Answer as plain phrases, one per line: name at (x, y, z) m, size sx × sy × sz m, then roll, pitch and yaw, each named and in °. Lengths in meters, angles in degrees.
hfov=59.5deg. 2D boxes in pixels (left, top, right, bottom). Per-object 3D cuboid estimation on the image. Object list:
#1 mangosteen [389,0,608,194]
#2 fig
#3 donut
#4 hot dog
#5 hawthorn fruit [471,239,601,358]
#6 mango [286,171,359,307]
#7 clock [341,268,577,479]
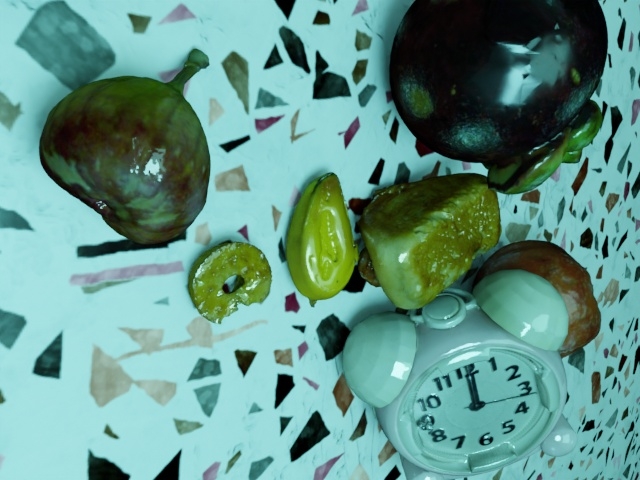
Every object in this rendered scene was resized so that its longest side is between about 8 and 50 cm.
mangosteen at (0.246, -0.234, 0.773) m, size 0.311 × 0.311 × 0.311 m, roll -11°, pitch 108°, yaw -39°
fig at (-0.182, -0.107, 0.561) m, size 0.143 × 0.230 × 0.160 m, roll -32°, pitch 132°, yaw 20°
donut at (-0.115, 0.046, 0.691) m, size 0.108 × 0.043 × 0.097 m, roll -19°, pitch 113°, yaw -36°
hot dog at (0.147, -0.008, 0.837) m, size 0.257 × 0.153 × 0.150 m, roll -33°, pitch 116°, yaw -34°
hawthorn fruit at (0.366, 0.129, 1.044) m, size 0.272 × 0.242 × 0.242 m, roll -19°, pitch 117°, yaw -3°
mango at (0.000, 0.000, 0.769) m, size 0.101 × 0.066 × 0.187 m, roll -3°, pitch 97°, yaw -33°
clock at (0.227, 0.220, 0.885) m, size 0.342 × 0.184 × 0.325 m, roll -23°, pitch 121°, yaw 0°
